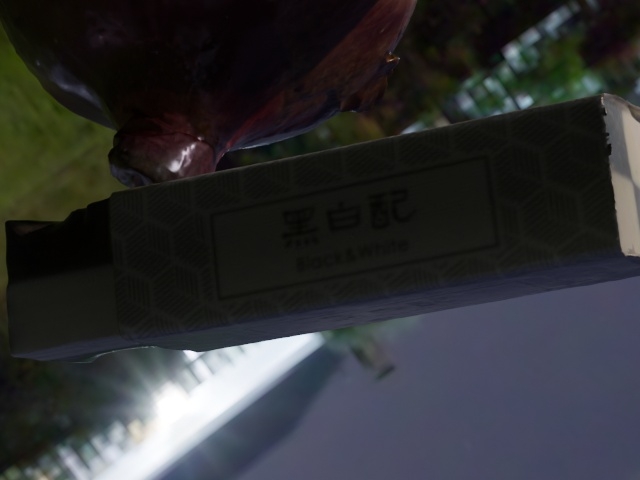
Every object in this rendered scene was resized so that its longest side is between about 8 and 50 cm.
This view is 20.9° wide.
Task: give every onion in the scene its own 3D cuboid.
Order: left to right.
[{"bbox_3d":[-0.097,-0.172,1.305,0.348,0.348,0.385,-30,-141,41],"label":"onion"}]

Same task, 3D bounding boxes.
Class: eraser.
[{"bbox_3d":[0.000,0.000,1.041,0.404,0.098,0.096,-11,168,25],"label":"eraser"}]
